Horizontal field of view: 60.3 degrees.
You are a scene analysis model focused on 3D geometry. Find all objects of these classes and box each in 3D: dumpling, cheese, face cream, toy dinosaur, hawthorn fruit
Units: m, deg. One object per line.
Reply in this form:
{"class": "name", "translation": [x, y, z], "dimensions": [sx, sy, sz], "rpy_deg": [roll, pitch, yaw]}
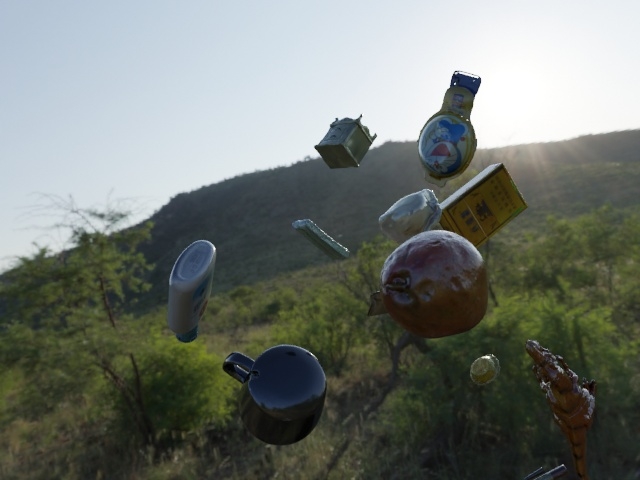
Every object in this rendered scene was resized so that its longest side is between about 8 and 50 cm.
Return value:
{"class": "dumpling", "translation": [0.298, -0.069, 1.760], "dimensions": [0.229, 0.151, 0.124], "rpy_deg": [-36, -4, -14]}
{"class": "cheese", "translation": [0.306, -0.261, 1.304], "dimensions": [0.069, 0.270, 0.177], "rpy_deg": [-2, 25, -39]}
{"class": "face cream", "translation": [-0.330, 0.152, 1.393], "dimensions": [0.080, 0.163, 0.336], "rpy_deg": [23, -43, 2]}
{"class": "toy dinosaur", "translation": [0.532, 0.365, 1.150], "dimensions": [0.097, 0.431, 0.208], "rpy_deg": [-24, 8, 28]}
{"class": "hawthorn fruit", "translation": [0.263, 0.112, 1.360], "dimensions": [0.298, 0.276, 0.277], "rpy_deg": [4, -15, -45]}

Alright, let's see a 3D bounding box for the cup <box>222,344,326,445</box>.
{"class": "cup", "translation": [-0.094, 0.286, 1.073], "dimensions": [0.169, 0.223, 0.176], "rpy_deg": [-56, -8, -31]}

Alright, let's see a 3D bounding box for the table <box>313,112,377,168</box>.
{"class": "table", "translation": [0.048, -0.186, 1.031], "dimensions": [0.079, 0.062, 0.083], "rpy_deg": [6, 55, 48]}

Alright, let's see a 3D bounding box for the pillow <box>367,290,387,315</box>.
{"class": "pillow", "translation": [0.252, 0.245, 2.162], "dimensions": [0.131, 0.038, 0.232], "rpy_deg": [-10, -30, -5]}

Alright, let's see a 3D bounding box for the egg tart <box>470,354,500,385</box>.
{"class": "egg tart", "translation": [0.494, 0.389, 1.673], "dimensions": [0.039, 0.105, 0.105], "rpy_deg": [36, -34, -30]}

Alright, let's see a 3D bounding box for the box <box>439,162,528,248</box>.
{"class": "box", "translation": [0.572, -0.114, 1.974], "dimensions": [0.302, 0.192, 0.084], "rpy_deg": [-36, 9, -15]}

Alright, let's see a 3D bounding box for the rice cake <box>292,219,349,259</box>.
{"class": "rice cake", "translation": [0.001, 0.001, 1.929], "dimensions": [0.222, 0.042, 0.080], "rpy_deg": [38, -31, -30]}

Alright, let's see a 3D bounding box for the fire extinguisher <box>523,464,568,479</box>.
{"class": "fire extinguisher", "translation": [0.691, 0.751, 1.736], "dimensions": [0.173, 0.048, 0.035], "rpy_deg": [-32, 3, 7]}
